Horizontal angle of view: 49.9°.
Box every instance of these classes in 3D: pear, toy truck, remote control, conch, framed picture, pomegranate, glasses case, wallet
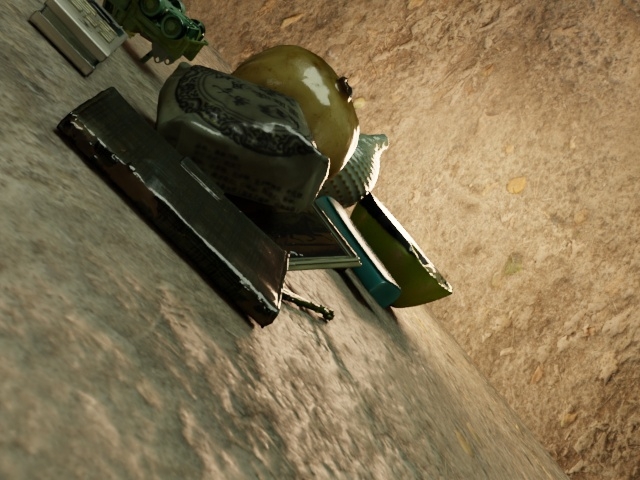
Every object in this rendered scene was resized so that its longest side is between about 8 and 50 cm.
[{"bbox_3d":[0.195,0.055,1.954,0.399,0.165,0.399,48,8,-9],"label":"pear"},{"bbox_3d":[-0.362,-0.454,1.377,0.259,0.135,0.128,46,18,1],"label":"toy truck"},{"bbox_3d":[-0.353,-0.322,1.043,0.103,0.055,0.277,47,8,-22],"label":"remote control"},{"bbox_3d":[0.058,-0.195,2.055,0.303,0.319,0.215,150,-69,-70],"label":"conch"},{"bbox_3d":[-0.067,-0.030,1.037,0.252,0.014,0.197,-1,46,-48],"label":"framed picture"},{"bbox_3d":[-0.066,-0.276,1.547,0.332,0.332,0.332,49,8,-9],"label":"pomegranate"},{"bbox_3d":[0.084,0.019,1.661,0.301,0.070,0.117,58,6,34],"label":"glasses case"},{"bbox_3d":[-0.159,-0.041,0.812,0.317,0.044,0.169,45,16,-17],"label":"wallet"}]

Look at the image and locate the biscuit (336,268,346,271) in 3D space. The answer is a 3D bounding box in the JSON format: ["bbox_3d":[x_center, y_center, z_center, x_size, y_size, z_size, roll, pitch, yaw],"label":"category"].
[{"bbox_3d":[0.001,-0.001,1.617,0.176,0.031,0.228,54,9,19],"label":"biscuit"}]

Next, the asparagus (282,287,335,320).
[{"bbox_3d":[-0.021,0.098,1.047,0.233,0.023,0.022,35,61,-62],"label":"asparagus"}]

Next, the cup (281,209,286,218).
[{"bbox_3d":[-0.074,-0.028,1.121,0.100,0.078,0.077,21,28,-36],"label":"cup"}]

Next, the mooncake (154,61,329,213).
[{"bbox_3d":[-0.120,-0.164,1.029,0.254,0.136,0.250,16,27,-24],"label":"mooncake"}]
